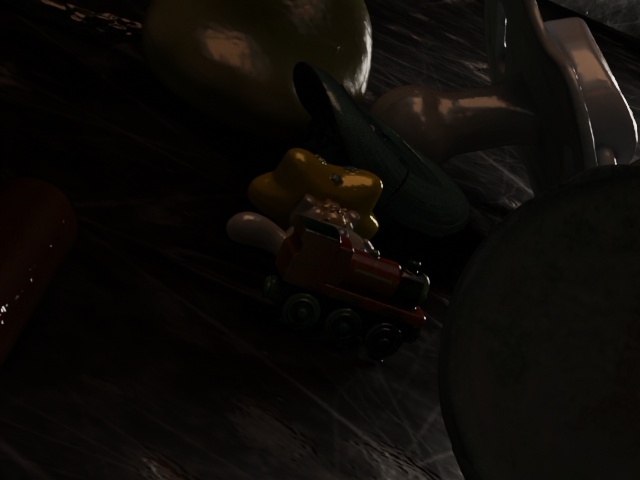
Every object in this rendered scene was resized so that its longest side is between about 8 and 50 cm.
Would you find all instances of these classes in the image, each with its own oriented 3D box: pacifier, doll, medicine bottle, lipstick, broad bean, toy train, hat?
[{"bbox_3d":[0.147,-0.101,1.571,0.225,0.238,0.287,-8,52,-8],"label":"pacifier"},{"bbox_3d":[-0.007,-0.002,1.181,0.135,0.071,0.113,2,45,-42],"label":"doll"},{"bbox_3d":[0.216,0.062,0.943,0.245,0.245,0.290,34,16,29],"label":"medicine bottle"},{"bbox_3d":[-0.161,0.037,0.795,0.057,0.057,0.357,24,15,-5],"label":"lipstick"},{"bbox_3d":[-0.050,-0.158,1.528,0.189,0.121,0.263,42,36,7],"label":"broad bean"},{"bbox_3d":[0.019,0.029,1.086,0.103,0.064,0.044,20,14,-17],"label":"toy train"},{"bbox_3d":[0.030,-0.057,1.384,0.191,0.078,0.138,37,14,-37],"label":"hat"}]

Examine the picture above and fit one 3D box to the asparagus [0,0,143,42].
[{"bbox_3d":[-0.255,-0.212,1.517,0.236,0.034,0.027,23,7,-14],"label":"asparagus"}]
